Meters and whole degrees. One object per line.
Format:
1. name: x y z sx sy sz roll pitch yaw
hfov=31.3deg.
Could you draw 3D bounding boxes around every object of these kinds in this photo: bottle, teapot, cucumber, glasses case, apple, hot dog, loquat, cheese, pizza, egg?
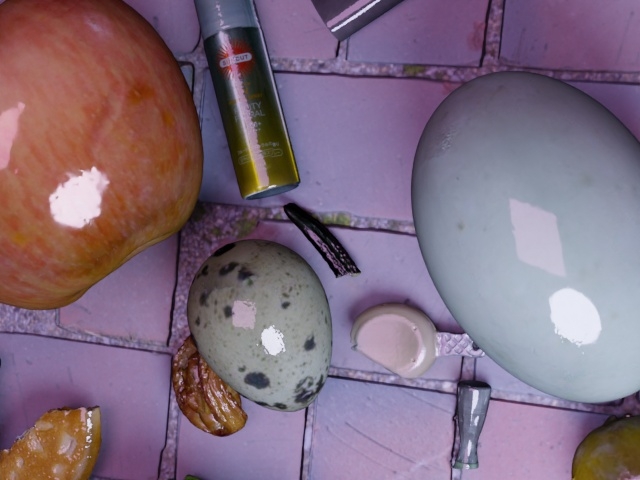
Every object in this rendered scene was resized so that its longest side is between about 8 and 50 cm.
1. bottle: -0.098 -0.200 1.486 0.082 0.082 0.286 -16 85 18
2. teapot: 0.186 0.231 1.417 0.042 0.043 0.111 7 97 18
3. cucumber: 0.001 -0.001 1.479 0.034 0.033 0.135 -40 79 11
4. glasses case: 0.081 -0.333 1.449 0.190 0.042 0.072 -31 73 16
5. apple: -0.333 -0.108 1.418 0.391 0.391 0.347 -34 100 16
6. hot dog: -0.148 0.190 1.510 0.099 0.065 0.147 -23 84 50
7. loquat: 0.369 0.292 1.302 0.152 0.152 0.195 -24 75 17
8. cheese: 0.121 0.134 1.432 0.171 0.047 0.092 20 97 17
9. pizza: -0.381 0.313 1.594 0.127 0.058 0.246 38 106 11
10. egg: -0.069 0.108 1.431 0.177 0.177 0.228 -26 95 17
11. egg: 0.252 -0.006 1.267 0.276 0.276 0.389 -28 79 17

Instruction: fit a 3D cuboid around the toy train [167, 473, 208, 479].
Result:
1. toy train: -0.211 0.444 1.476 0.138 0.178 0.330 30 95 -2
